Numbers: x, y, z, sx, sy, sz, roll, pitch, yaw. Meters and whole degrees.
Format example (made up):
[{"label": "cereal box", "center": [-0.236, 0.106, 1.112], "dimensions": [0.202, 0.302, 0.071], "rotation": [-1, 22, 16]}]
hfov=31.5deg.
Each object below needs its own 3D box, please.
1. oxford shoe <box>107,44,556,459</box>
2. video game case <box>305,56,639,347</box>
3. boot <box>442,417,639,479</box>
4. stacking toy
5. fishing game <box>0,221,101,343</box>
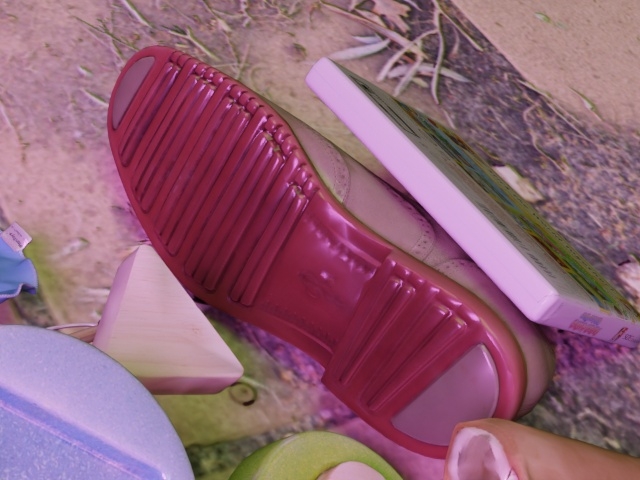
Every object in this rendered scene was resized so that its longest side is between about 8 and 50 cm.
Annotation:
[{"label": "oxford shoe", "center": [0.000, 0.000, 0.727], "dimensions": [0.348, 0.123, 0.130], "rotation": [45, 24, 20]}, {"label": "video game case", "center": [0.111, -0.021, 0.763], "dimensions": [0.227, 0.026, 0.206], "rotation": [49, 16, 28]}, {"label": "boot", "center": [0.183, 0.132, 0.609], "dimensions": [0.269, 0.089, 0.236], "rotation": [17, 40, -28]}, {"label": "stacking toy", "center": [-0.030, 0.127, 0.468], "dimensions": [0.309, 0.130, 0.279], "rotation": [47, 37, -8]}, {"label": "fishing game", "center": [-0.237, 0.003, 0.591], "dimensions": [0.264, 0.041, 0.189], "rotation": [23, 21, 29]}]
